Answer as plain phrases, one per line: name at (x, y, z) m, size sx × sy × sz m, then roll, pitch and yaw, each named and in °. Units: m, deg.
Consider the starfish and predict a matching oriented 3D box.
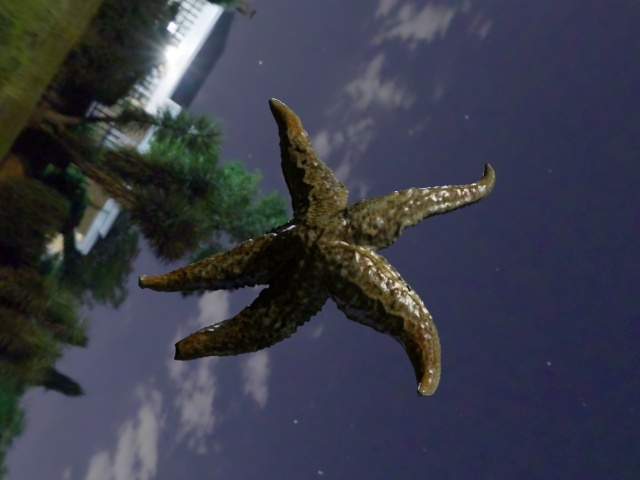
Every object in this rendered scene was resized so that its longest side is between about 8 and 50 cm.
starfish at (0.000, -0.001, 0.406) m, size 0.224 × 0.050 × 0.216 m, roll -22°, pitch -122°, yaw -4°
